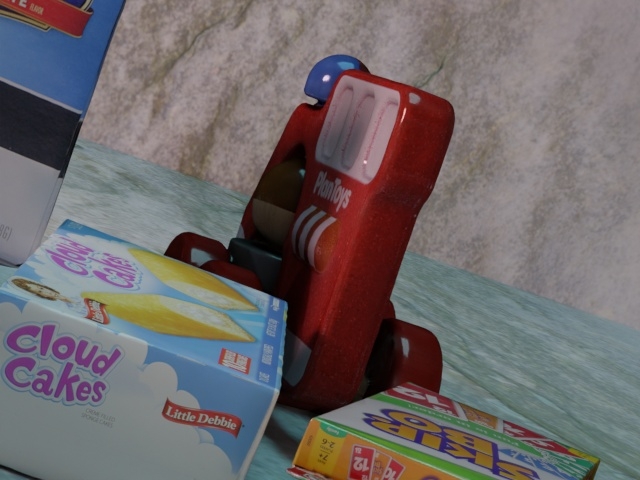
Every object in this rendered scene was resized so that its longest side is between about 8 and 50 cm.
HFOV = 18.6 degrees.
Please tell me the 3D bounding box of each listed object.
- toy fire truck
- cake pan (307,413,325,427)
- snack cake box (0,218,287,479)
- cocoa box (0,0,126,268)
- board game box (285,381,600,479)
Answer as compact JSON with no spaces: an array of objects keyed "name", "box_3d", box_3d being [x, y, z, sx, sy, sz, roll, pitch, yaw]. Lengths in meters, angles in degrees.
[{"name":"toy fire truck","box_3d":[0.000,0.000,1.353,0.169,0.254,0.302,19,5,-15]},{"name":"cake pan","box_3d":[0.122,0.176,1.092,0.293,0.054,0.293,20,5,-2]},{"name":"snack cake box","box_3d":[-0.105,0.069,1.088,0.152,0.089,0.264,22,8,-3]},{"name":"cocoa box","box_3d":[-0.295,-0.129,1.284,0.231,0.228,0.347,23,-8,-21]},{"name":"board game box","box_3d":[0.071,0.119,1.021,0.124,0.039,0.259,21,8,13]}]
